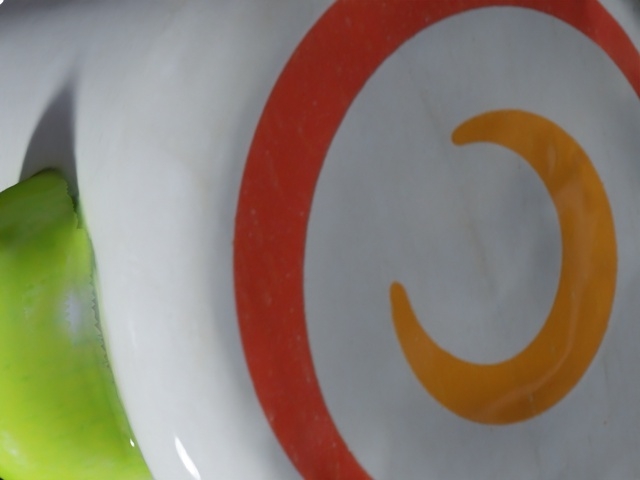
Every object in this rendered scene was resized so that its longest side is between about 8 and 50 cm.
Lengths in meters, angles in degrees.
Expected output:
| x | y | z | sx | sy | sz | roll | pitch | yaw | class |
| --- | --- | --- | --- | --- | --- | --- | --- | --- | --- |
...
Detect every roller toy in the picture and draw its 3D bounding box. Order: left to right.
| x | y | z | sx | sy | sz | roll | pitch | yaw | class |
| --- | --- | --- | --- | --- | --- | --- | --- | --- | --- |
| 0.000 | 0.000 | 0.444 | 0.146 | 0.209 | 0.191 | 4 | -115 | 53 | roller toy |
